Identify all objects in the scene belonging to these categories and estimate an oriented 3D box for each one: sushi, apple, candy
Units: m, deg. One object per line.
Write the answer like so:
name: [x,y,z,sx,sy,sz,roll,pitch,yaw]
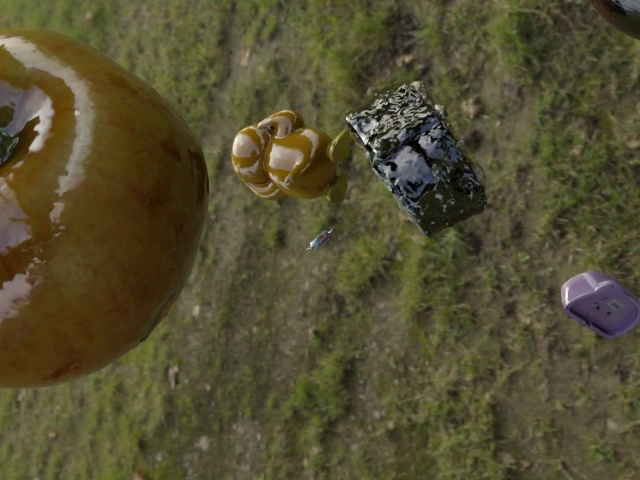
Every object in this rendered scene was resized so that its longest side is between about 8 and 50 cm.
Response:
sushi: [0.179,-0.165,1.609,0.170,0.211,0.350,-34,39,8]
apple: [-0.316,-0.042,0.932,0.334,0.400,0.400,123,139,-51]
candy: [-0.001,0.000,1.731,0.020,0.083,0.030,50,143,2]

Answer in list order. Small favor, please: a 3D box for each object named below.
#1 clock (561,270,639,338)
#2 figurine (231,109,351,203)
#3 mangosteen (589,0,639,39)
clock: [0.500,0.105,1.509,0.110,0.152,0.050,-41,35,33]
figurine: [-0.062,-0.169,1.794,0.228,0.215,0.215,33,110,44]
mangosteen: [0.520,-0.436,1.267,0.330,0.330,0.330,-15,71,52]
